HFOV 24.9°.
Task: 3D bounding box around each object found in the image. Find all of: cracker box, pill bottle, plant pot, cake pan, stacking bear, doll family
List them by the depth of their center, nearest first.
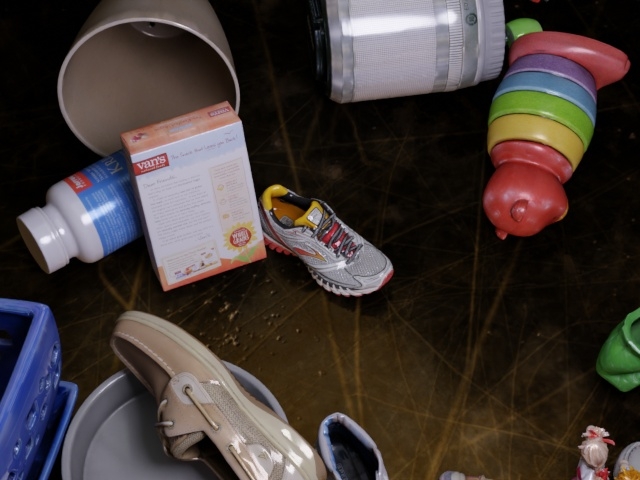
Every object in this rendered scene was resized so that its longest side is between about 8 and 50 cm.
[{"bbox_3d":[0.345,0.349,1.738,0.118,0.163,0.263,14,57,9],"label":"doll family"},{"bbox_3d":[-0.442,0.217,1.788,0.236,0.212,0.236,4,55,15],"label":"plant pot"},{"bbox_3d":[-0.180,0.283,1.850,0.293,0.054,0.293,0,55,0],"label":"cake pan"},{"bbox_3d":[-0.170,-0.059,1.976,0.156,0.232,0.067,-18,38,-12],"label":"cracker box"},{"bbox_3d":[-0.306,-0.045,2.033,0.221,0.124,0.124,-30,61,-20],"label":"pill bottle"},{"bbox_3d":[0.314,-0.139,2.083,0.164,0.175,0.289,22,67,-9],"label":"stacking bear"},{"bbox_3d":[-0.245,-0.286,2.153,0.256,0.256,0.274,-1,38,-1],"label":"plant pot"}]

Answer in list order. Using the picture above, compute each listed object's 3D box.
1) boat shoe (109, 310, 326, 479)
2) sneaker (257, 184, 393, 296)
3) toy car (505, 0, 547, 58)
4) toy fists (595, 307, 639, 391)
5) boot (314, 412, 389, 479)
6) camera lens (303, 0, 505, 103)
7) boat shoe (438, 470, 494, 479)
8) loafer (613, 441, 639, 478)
[{"bbox_3d":[-0.150,0.216,1.790,0.341,0.121,0.110,37,62,21],"label":"boat shoe"},{"bbox_3d":[0.000,0.000,2.022,0.225,0.092,0.088,28,60,17],"label":"sneaker"},{"bbox_3d":[0.309,-0.363,2.296,0.239,0.053,0.225,-11,56,-7],"label":"toy car"},{"bbox_3d":[0.494,0.116,1.916,0.279,0.142,0.096,-24,73,-15],"label":"toy fists"},{"bbox_3d":[0.056,0.336,1.771,0.095,0.123,0.258,-23,58,-15],"label":"boot"},{"bbox_3d":[0.119,-0.325,2.168,0.274,0.219,0.219,-7,56,-5],"label":"camera lens"},{"bbox_3d":[0.202,0.421,1.718,0.116,0.123,0.324,1,57,-2],"label":"boat shoe"},{"bbox_3d":[0.522,0.319,1.790,0.319,0.111,0.112,18,57,12],"label":"loafer"}]
